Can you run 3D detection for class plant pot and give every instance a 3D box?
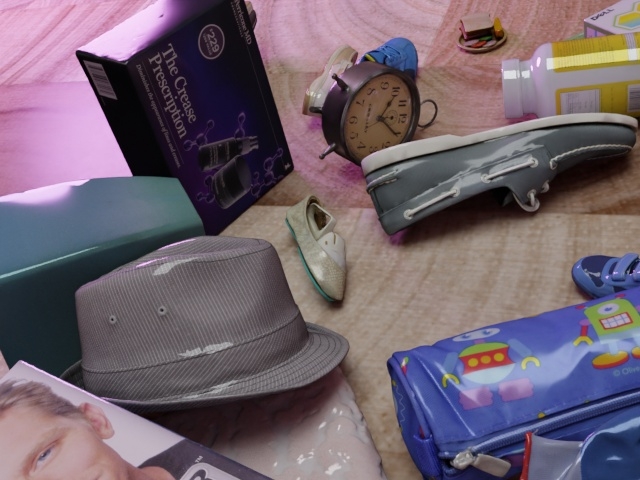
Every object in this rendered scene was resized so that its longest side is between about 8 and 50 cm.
[{"bbox_3d":[-0.244,0.031,0.892,0.234,0.166,0.165,-18,38,-15],"label":"plant pot"}]

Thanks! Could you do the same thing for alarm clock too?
[{"bbox_3d":[0.078,-0.163,1.038,0.192,0.130,0.064,-6,27,-34],"label":"alarm clock"}]

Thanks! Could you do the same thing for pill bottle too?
[{"bbox_3d":[0.321,-0.197,0.998,0.184,0.103,0.103,-3,41,15],"label":"pill bottle"}]

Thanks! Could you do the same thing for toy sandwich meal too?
[{"bbox_3d":[0.244,-0.318,1.228,0.085,0.029,0.086,-10,39,8],"label":"toy sandwich meal"}]

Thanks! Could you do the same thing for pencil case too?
[{"bbox_3d":[0.205,0.116,0.654,0.305,0.120,0.133,-16,22,1],"label":"pencil case"}]

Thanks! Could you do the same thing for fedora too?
[{"bbox_3d":[-0.119,0.066,0.755,0.275,0.125,0.243,-8,8,22],"label":"fedora"}]

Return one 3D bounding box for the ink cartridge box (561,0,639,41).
[{"bbox_3d":[0.432,-0.281,1.091,0.108,0.062,0.209,-28,40,-13],"label":"ink cartridge box"}]

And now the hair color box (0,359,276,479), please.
[{"bbox_3d":[-0.151,0.227,0.581,0.347,0.105,0.174,14,48,32],"label":"hair color box"}]

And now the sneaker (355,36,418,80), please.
[{"bbox_3d":[0.091,-0.243,1.143,0.069,0.082,0.209,21,50,16],"label":"sneaker"}]

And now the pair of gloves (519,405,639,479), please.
[{"bbox_3d":[0.214,0.209,0.556,0.159,0.023,0.198,3,72,12],"label":"pair of gloves"}]

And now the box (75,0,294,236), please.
[{"bbox_3d":[-0.153,-0.155,0.991,0.103,0.261,0.184,19,51,36],"label":"box"}]

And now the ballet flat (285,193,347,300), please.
[{"bbox_3d":[0.000,0.000,0.909,0.052,0.057,0.168,-44,38,12],"label":"ballet flat"}]

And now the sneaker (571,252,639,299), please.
[{"bbox_3d":[0.309,0.035,0.762,0.144,0.059,0.053,17,52,36],"label":"sneaker"}]

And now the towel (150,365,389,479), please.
[{"bbox_3d":[-0.084,0.258,0.644,0.316,0.053,0.332,-20,40,-5],"label":"towel"}]

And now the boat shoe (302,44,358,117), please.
[{"bbox_3d":[0.028,-0.228,1.183,0.059,0.063,0.170,22,48,8],"label":"boat shoe"}]

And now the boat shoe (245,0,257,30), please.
[{"bbox_3d":[-0.164,-0.276,1.276,0.102,0.092,0.285,-15,37,33],"label":"boat shoe"}]

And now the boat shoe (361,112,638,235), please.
[{"bbox_3d":[0.210,-0.075,0.926,0.319,0.116,0.099,-10,82,-2],"label":"boat shoe"}]
